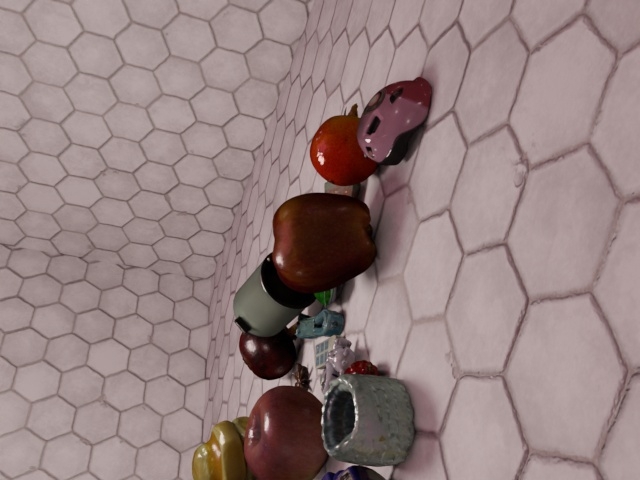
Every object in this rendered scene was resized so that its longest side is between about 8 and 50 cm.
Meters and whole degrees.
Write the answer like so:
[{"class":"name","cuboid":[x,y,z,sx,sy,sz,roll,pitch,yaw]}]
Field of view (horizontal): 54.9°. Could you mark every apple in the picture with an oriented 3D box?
[{"class":"apple","cuboid":[0.000,0.000,1.782,0.288,0.316,0.288,-13,-90,-86]},{"class":"apple","cuboid":[-0.093,0.592,1.849,0.305,0.234,0.306,-167,90,-69]}]

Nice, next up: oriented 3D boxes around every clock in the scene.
[{"class":"clock","cuboid":[0.052,0.375,1.752,0.117,0.079,0.176,-118,41,-83]}]

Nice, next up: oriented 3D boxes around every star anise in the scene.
[{"class":"star anise","cuboid":[-0.068,0.492,2.140,0.141,0.042,0.141,-171,90,-70]}]

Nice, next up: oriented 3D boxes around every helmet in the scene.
[{"class":"helmet","cuboid":[0.187,-0.335,1.705,0.198,0.154,0.254,-117,37,-64]}]

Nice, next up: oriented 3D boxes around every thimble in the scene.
[{"class":"thimble","cuboid":[0.105,0.420,1.449,0.250,0.171,0.205,-125,51,-68]}]

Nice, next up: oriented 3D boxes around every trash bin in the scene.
[{"class":"trash bin","cuboid":[-0.155,0.186,2.118,0.277,0.217,0.262,-41,-3,-40]}]

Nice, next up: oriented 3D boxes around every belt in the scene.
[{"class":"belt","cuboid":[-0.007,0.279,2.043,0.302,0.072,0.088,155,120,-66]}]

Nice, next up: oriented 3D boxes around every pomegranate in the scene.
[{"class":"pomegranate","cuboid":[0.083,-0.292,1.883,0.221,0.220,0.257,157,129,-69]}]

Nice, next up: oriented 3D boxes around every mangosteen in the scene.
[{"class":"mangosteen","cuboid":[-0.170,0.384,2.299,0.261,0.236,0.235,-36,19,-5]}]

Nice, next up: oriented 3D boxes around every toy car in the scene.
[{"class":"toy car","cuboid":[0.088,0.611,1.427,0.158,0.172,0.235,-60,17,4]}]

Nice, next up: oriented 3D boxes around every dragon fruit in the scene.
[{"class":"dragon fruit","cuboid":[0.099,0.378,1.643,0.190,0.094,0.094,115,159,-61]}]

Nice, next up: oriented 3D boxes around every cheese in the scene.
[{"class":"cheese","cuboid":[0.023,0.091,2.025,0.320,0.083,0.204,-83,-7,-56]}]

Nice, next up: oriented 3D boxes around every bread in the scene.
[{"class":"bread","cuboid":[-0.272,0.771,2.147,0.210,0.341,0.301,36,112,46]}]

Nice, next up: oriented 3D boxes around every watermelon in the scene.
[{"class":"watermelon","cuboid":[0.077,-0.082,2.010,0.154,0.094,0.241,-15,66,60]}]

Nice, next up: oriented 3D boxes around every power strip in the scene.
[{"class":"power strip","cuboid":[0.027,0.355,1.949,0.192,0.035,0.082,135,142,-61]}]

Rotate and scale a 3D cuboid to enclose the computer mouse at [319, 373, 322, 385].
[{"class":"computer mouse","cuboid":[0.021,0.427,1.924,0.110,0.032,0.056,120,154,-45]}]
